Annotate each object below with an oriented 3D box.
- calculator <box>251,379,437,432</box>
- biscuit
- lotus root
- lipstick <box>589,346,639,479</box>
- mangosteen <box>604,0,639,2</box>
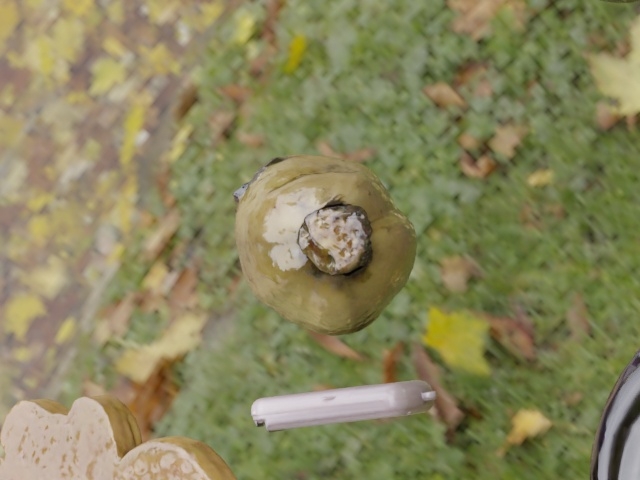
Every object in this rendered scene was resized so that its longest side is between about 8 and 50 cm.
[{"bbox_3d":[0.023,0.149,1.769,0.175,0.100,0.032,-9,85,21],"label":"calculator"},{"bbox_3d":[-0.148,0.222,1.426,0.288,0.044,0.202,29,102,40],"label":"biscuit"},{"bbox_3d":[0.000,0.000,1.577,0.140,0.257,0.154,-44,90,0],"label":"lotus root"},{"bbox_3d":[0.108,0.072,0.492,0.081,0.300,0.081,-2,77,9],"label":"lipstick"},{"bbox_3d":[0.269,-0.322,1.743,0.192,0.192,0.217,18,72,37],"label":"mangosteen"}]
